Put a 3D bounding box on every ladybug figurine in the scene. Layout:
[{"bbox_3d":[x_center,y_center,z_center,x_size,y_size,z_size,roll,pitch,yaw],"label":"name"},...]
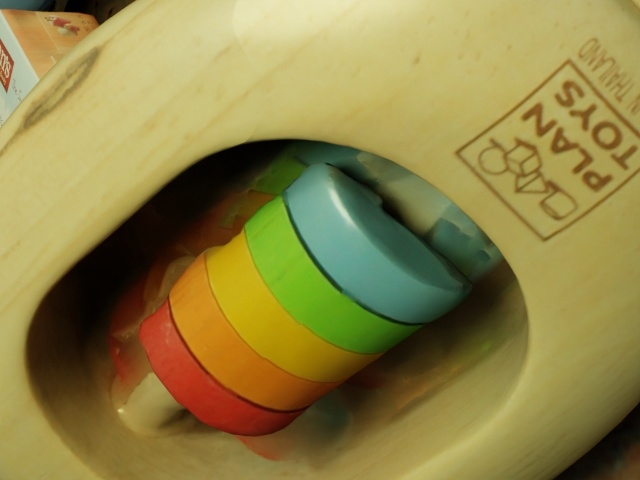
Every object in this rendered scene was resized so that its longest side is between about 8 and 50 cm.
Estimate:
[{"bbox_3d":[0.000,0.000,0.759,0.449,0.305,0.162,-34,22,33],"label":"ladybug figurine"}]

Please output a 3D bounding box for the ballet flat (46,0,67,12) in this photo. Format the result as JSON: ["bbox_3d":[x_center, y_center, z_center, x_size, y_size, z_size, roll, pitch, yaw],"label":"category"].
[{"bbox_3d":[-0.205,-0.229,1.092,0.073,0.080,0.232,-10,78,11],"label":"ballet flat"}]

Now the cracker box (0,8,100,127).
[{"bbox_3d":[-0.166,-0.002,0.957,0.156,0.067,0.232,56,137,44],"label":"cracker box"}]

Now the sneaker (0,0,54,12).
[{"bbox_3d":[-0.123,-0.252,0.944,0.236,0.130,0.323,3,68,40],"label":"sneaker"}]
